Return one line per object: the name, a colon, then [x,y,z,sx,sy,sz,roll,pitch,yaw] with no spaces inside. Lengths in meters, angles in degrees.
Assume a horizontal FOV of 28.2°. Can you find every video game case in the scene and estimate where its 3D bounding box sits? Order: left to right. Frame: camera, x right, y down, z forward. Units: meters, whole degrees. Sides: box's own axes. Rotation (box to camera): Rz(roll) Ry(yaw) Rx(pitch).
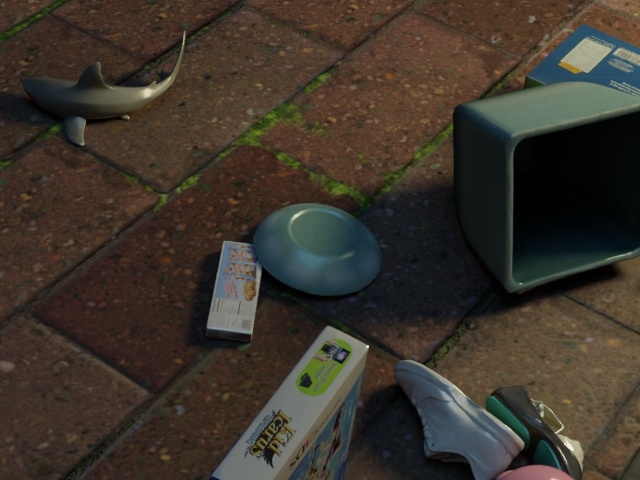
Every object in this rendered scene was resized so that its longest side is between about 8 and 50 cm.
video game case: [-0.040,0.269,1.428,0.061,0.270,0.244,25,47,17]

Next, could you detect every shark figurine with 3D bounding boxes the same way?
shark figurine: [-0.338,-0.256,2.077,0.278,0.116,0.166,-12,47,-15]

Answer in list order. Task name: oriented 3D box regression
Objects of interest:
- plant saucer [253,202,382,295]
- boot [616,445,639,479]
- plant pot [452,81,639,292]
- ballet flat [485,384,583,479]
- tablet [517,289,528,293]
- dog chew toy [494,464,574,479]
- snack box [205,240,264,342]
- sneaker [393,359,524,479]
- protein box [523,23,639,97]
plant saucer: [0.000,0.000,1.871,0.194,0.037,0.195,8,43,-7]
boot: [0.430,0.338,1.554,0.208,0.076,0.189,-25,58,-40]
plant pot: [0.320,-0.111,1.896,0.247,0.248,0.252,-14,30,-19]
ballet flat: [0.289,0.258,1.619,0.074,0.074,0.203,-17,45,-21]
tablet: [0.287,0.045,1.888,0.054,0.006,0.083,-23,49,-26]
dog chew toy: [0.296,0.376,1.407,0.206,0.207,0.332,-16,39,-21]
snack box: [-0.119,0.070,1.812,0.064,0.022,0.178,6,43,0]
sneaker: [0.155,0.234,1.636,0.094,0.080,0.212,-51,50,-5]
protein box: [0.457,-0.223,2.093,0.199,0.136,0.201,29,48,23]
